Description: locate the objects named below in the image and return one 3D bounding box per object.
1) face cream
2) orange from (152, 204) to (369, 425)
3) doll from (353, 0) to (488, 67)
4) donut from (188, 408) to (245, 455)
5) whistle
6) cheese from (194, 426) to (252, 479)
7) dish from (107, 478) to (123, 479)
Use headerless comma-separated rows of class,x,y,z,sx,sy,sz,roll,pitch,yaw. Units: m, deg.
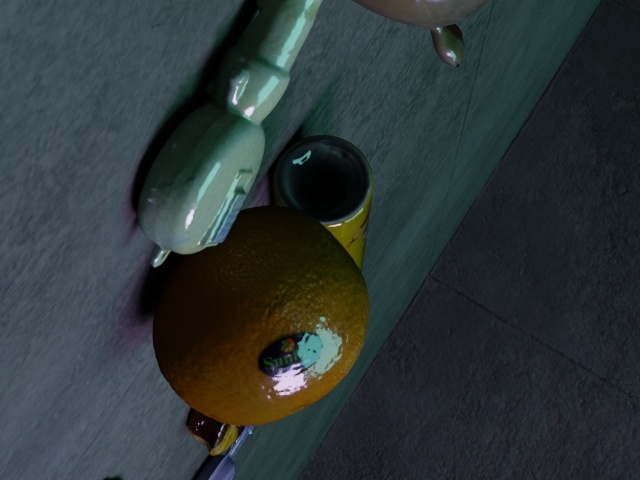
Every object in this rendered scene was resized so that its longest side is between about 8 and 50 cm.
face cream,0.000,0.000,1.402,0.105,0.105,0.349,-56,169,-18
orange,-0.054,0.069,1.114,0.206,0.206,0.206,-56,169,-16
doll,0.037,-0.239,0.715,0.174,0.235,0.330,-17,165,10
donut,-0.115,0.205,1.568,0.140,0.059,0.140,-55,169,-16
whistle,-0.066,-0.089,0.948,0.258,0.067,0.126,-63,171,9
cheese,-0.150,0.345,1.845,0.191,0.042,0.105,-56,170,-22
dish,-0.252,0.378,1.361,0.246,0.078,0.224,-63,170,23
